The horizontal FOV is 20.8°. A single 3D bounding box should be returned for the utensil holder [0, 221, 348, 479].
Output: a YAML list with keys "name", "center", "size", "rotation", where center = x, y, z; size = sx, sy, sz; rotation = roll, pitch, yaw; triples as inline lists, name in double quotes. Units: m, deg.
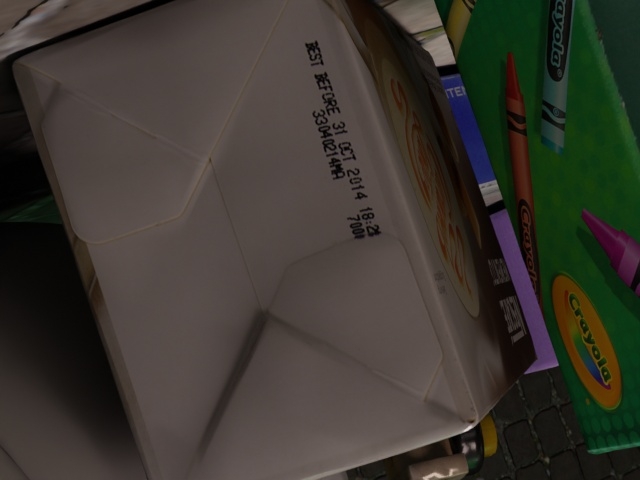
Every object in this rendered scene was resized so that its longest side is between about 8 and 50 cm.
- name: "utensil holder"
  center: [-0.160, 0.153, 0.614]
  size: [0.327, 0.328, 0.385]
  rotation: [-19, 180, 12]

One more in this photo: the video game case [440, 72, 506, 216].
- name: "video game case"
  center: [0.061, -0.038, 0.944]
  size: [0.269, 0.061, 0.244]
  rotation: [-15, 174, -45]

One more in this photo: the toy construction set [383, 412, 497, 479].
- name: "toy construction set"
  center: [-0.020, 0.125, 1.253]
  size: [0.257, 0.237, 0.309]
  rotation: [-11, 166, -39]

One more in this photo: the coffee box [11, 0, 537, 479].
- name: "coffee box"
  center: [0.000, 0.000, 0.596]
  size: [0.098, 0.141, 0.246]
  rotation: [-19, 176, 10]

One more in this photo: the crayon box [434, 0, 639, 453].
- name: "crayon box"
  center: [0.189, -0.051, 0.578]
  size: [0.278, 0.165, 0.081]
  rotation: [-17, 176, -27]

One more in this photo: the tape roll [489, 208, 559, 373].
- name: "tape roll"
  center: [0.217, -0.011, 0.975]
  size: [0.274, 0.090, 0.275]
  rotation: [-19, 177, -1]
